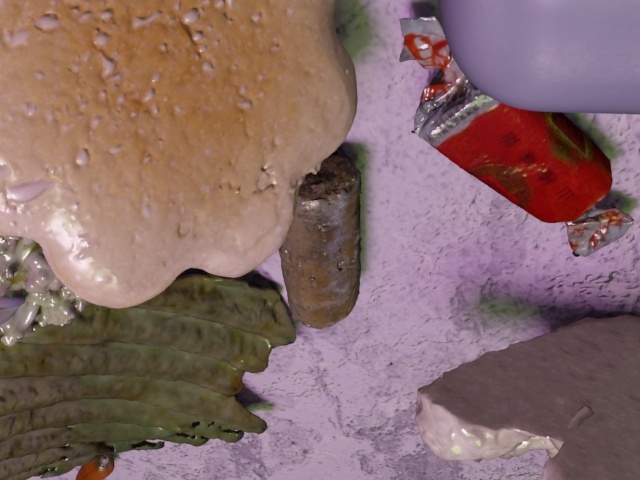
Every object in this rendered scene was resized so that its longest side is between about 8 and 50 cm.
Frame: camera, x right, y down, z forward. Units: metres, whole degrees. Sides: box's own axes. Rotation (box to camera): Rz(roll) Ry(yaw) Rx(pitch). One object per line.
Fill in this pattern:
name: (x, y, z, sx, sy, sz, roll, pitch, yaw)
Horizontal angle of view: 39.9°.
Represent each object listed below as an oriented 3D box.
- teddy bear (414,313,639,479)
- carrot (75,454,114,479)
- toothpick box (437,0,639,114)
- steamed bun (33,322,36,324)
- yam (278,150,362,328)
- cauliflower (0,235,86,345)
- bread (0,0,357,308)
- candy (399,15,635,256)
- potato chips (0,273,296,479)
teddy bear: (0.263, 0.269, 0.869, 0.327, 0.375, 0.362, 30, 127, 36)
carrot: (-0.302, 0.308, 1.164, 0.035, 0.035, 0.142, 24, 141, -18)
toothpick box: (0.206, -0.180, 0.469, 0.354, 0.263, 0.263, 1, 136, 6)
steamed bun: (-0.329, 0.060, 0.856, 0.177, 0.106, 0.192, 17, 128, -36)
yam: (0.000, 0.000, 0.779, 0.078, 0.078, 0.179, 0, 136, 6)
cauliflower: (-0.280, -0.032, 0.640, 0.315, 0.239, 0.257, -17, 133, -15)
bread: (-0.101, -0.116, 0.541, 0.316, 0.316, 0.054, 38, 167, -29)
candy: (0.156, -0.075, 0.695, 0.292, 0.059, 0.086, 34, 128, -28)
potato chips: (-0.228, 0.179, 0.895, 0.389, 0.097, 0.373, -11, 147, -30)
